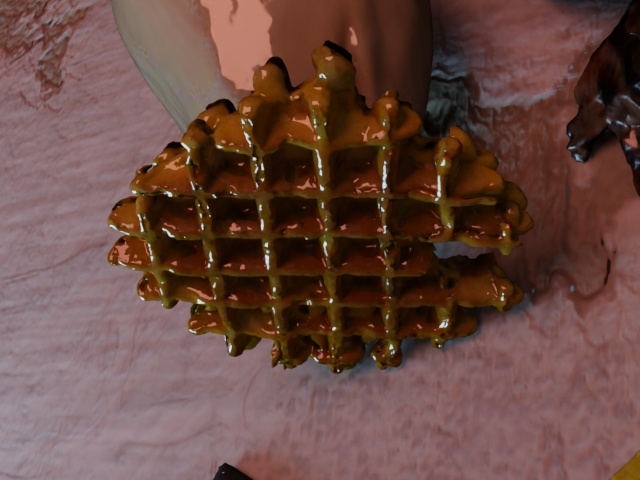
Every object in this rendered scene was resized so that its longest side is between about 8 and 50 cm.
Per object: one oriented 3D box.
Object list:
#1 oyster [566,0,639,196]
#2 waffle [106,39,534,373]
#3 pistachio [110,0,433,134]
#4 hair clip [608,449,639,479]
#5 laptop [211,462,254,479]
[{"bbox_3d":[0.263,-0.168,0.613,0.221,0.096,0.361,24,88,39],"label":"oyster"},{"bbox_3d":[0.000,0.000,0.660,0.232,0.229,0.051,-30,41,35],"label":"waffle"},{"bbox_3d":[-0.033,-0.142,0.777,0.226,0.208,0.332,-61,38,30],"label":"pistachio"},{"bbox_3d":[0.199,0.087,0.561,0.072,0.046,0.173,37,96,43],"label":"hair clip"},{"bbox_3d":[-0.065,0.245,0.737,0.129,0.016,0.180,22,82,45],"label":"laptop"}]
